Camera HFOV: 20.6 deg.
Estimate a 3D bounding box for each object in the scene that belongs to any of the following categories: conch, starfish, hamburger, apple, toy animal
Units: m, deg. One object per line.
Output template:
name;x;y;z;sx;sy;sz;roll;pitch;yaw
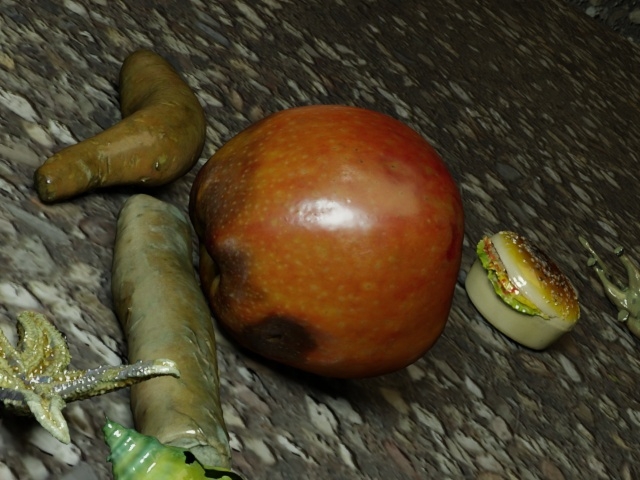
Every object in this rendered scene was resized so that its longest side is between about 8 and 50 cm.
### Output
conch;-0.072;0.192;1.095;0.095;0.079;0.201;-27;72;-43
starfish;-0.203;0.080;1.123;0.176;0.053;0.208;2;14;-40
hamburger;0.208;0.047;1.819;0.141;0.081;0.126;28;23;-27
apple;0.000;0.000;1.417;0.230;0.230;0.230;32;22;-15
toy animal;0.372;0.073;2.058;0.220;0.069;0.086;51;3;18

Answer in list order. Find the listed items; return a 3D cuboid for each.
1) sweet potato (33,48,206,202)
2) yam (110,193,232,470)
sweet potato;-0.156;-0.091;1.539;0.108;0.079;0.346;9;23;5
yam;-0.113;0.067;1.285;0.071;0.067;0.317;56;10;-33
